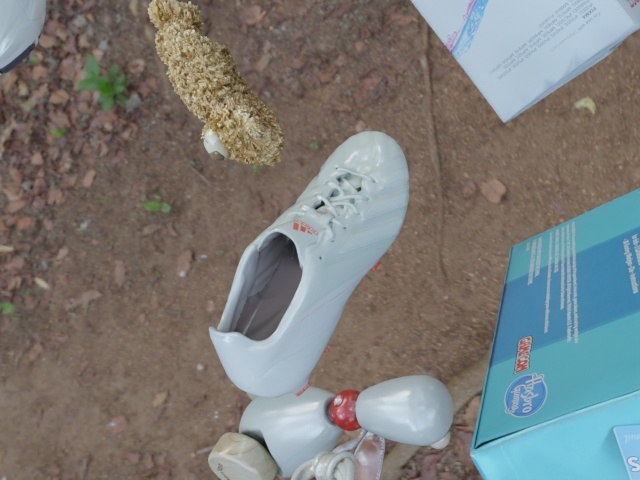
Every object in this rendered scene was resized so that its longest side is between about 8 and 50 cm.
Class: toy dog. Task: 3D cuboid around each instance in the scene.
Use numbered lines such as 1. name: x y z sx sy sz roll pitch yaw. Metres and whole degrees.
1. toy dog: 0.020 0.241 0.906 0.220 0.161 0.333 -51 28 -20

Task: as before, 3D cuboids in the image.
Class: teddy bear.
1. teddy bear: -0.194 -0.252 1.273 0.113 0.245 0.338 -29 88 -22

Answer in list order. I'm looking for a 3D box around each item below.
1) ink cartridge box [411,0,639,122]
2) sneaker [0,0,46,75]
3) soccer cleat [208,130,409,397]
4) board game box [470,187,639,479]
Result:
1. ink cartridge box: 0.162 -0.209 0.611 0.127 0.128 0.176 -37 90 40
2. sneaker: -0.251 -0.235 0.493 0.093 0.153 0.235 -4 79 4
3. soccer cleat: 0.000 0.000 0.458 0.068 0.076 0.196 10 58 31
4. board game box: 0.250 0.008 0.362 0.336 0.254 0.079 -27 100 25
